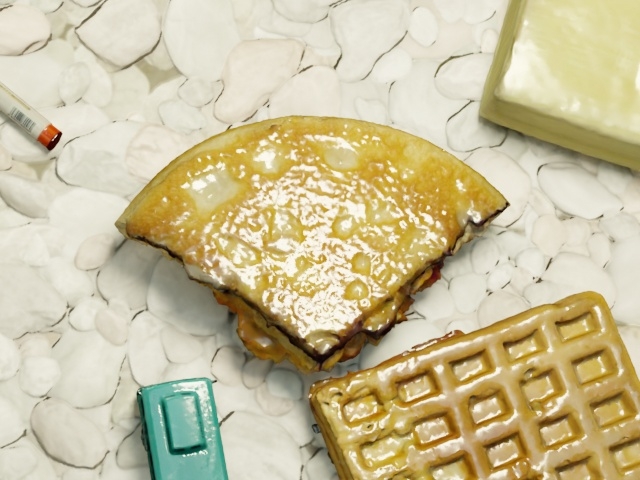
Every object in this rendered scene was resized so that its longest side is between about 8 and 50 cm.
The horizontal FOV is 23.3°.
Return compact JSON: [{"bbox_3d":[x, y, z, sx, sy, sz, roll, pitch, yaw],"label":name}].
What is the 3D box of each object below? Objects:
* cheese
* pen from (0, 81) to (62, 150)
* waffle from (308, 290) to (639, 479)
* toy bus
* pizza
[{"bbox_3d":[0.332,-0.210,1.691,0.265,0.124,0.242,17,77,-3],"label":"cheese"},{"bbox_3d":[-0.360,-0.172,1.630,0.218,0.026,0.026,39,73,4],"label":"pen"},{"bbox_3d":[0.171,0.197,1.571,0.328,0.098,0.224,-18,76,-13],"label":"waffle"},{"bbox_3d":[-0.132,0.212,1.523,0.079,0.092,0.160,-8,76,-12],"label":"toy bus"},{"bbox_3d":[0.000,0.000,1.589,0.409,0.114,0.277,-9,76,-10],"label":"pizza"}]
